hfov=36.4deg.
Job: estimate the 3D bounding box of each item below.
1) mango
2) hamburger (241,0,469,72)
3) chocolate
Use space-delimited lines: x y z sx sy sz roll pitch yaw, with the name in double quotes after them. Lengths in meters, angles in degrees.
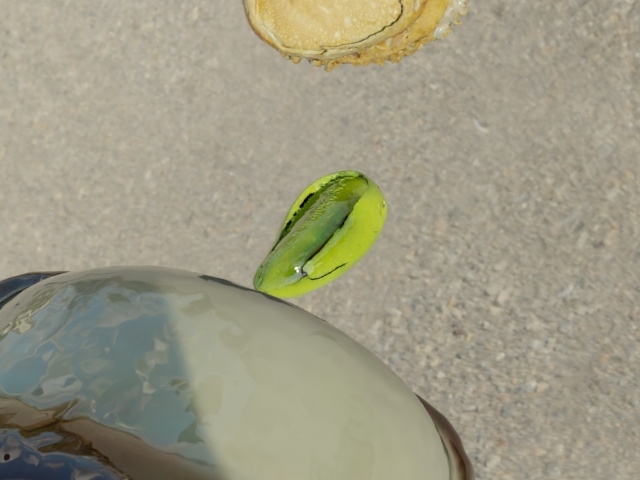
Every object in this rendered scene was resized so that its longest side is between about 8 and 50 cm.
0.000 0.000 0.910 0.091 0.074 0.165 10 47 43 "mango"
0.039 -0.299 1.059 0.261 0.211 0.245 28 111 6 "hamburger"
-0.074 0.123 0.409 0.284 0.283 0.186 -21 42 31 "chocolate"
